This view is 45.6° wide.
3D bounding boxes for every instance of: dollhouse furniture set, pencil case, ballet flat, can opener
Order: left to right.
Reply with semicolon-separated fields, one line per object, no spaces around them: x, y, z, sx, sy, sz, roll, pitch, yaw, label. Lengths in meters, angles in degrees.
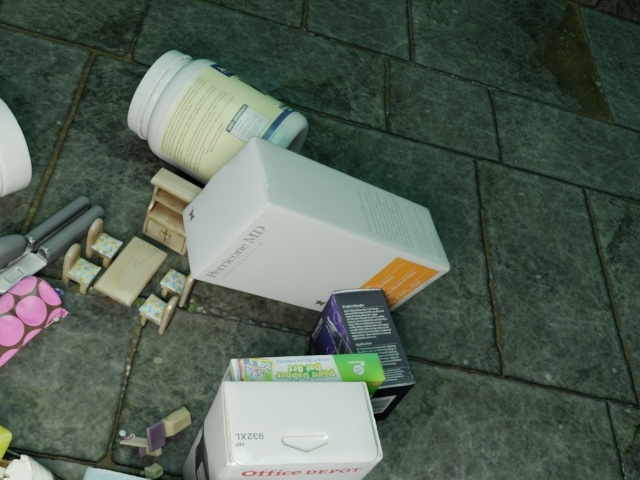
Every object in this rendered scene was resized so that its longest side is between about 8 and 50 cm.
-0.482;0.345;1.121;0.281;0.096;0.095;25;48;-2;ballet flat
-0.527;0.151;1.273;0.098;0.095;0.209;53;49;-14;pencil case
-0.511;0.000;1.406;0.074;0.093;0.280;35;43;9;can opener
-0.321;0.009;1.422;0.212;0.161;0.242;28;47;1;dollhouse furniture set
-0.276;0.332;1.279;0.081;0.090;0.114;0;11;29;dollhouse furniture set

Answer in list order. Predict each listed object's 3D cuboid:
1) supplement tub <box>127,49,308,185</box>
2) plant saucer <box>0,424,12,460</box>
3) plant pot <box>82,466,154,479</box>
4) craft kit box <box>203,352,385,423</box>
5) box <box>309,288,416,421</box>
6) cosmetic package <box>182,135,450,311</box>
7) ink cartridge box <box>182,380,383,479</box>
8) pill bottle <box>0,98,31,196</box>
-0.216;-0.236;1.618;0.325;0.235;0.235;31;47;4;supplement tub
-0.556;0.306;1.065;0.188;0.188;0.045;30;7;7;plant saucer
-0.209;0.481;0.999;0.248;0.247;0.252;8;54;13;plant pot
-0.053;0.274;1.258;0.250;0.246;0.060;2;53;-23;craft kit box
0.073;0.216;1.424;0.108;0.153;0.207;-3;53;-24;box
0.000;0.000;1.419;0.453;0.230;0.161;18;43;-38;cosmetic package
-0.071;0.337;1.156;0.223;0.307;0.129;4;52;-20;ink cartridge box
-0.726;-0.114;1.312;0.392;0.224;0.224;-28;67;-37;pill bottle
